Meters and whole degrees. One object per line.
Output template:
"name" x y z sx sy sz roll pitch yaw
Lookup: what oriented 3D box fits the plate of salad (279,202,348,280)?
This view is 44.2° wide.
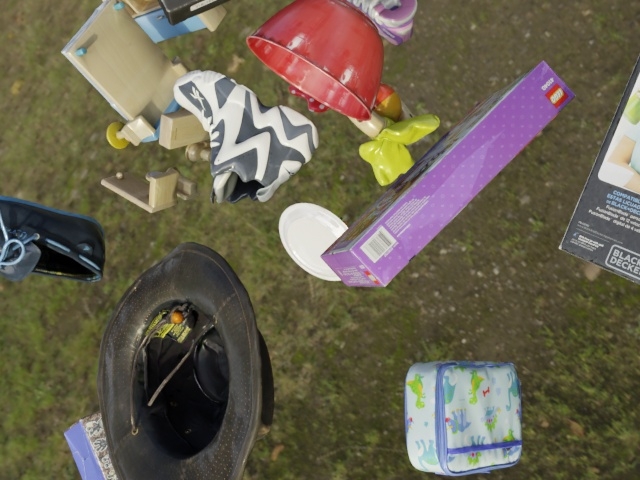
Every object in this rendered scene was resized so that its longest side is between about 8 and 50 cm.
"plate of salad" 0.000 0.000 1.689 0.199 0.200 0.048 -11 28 42

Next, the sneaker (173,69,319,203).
"sneaker" -0.133 -0.128 1.064 0.235 0.094 0.153 28 73 16

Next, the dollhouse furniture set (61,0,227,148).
"dollhouse furniture set" -0.356 -0.341 1.294 0.198 0.286 0.303 -1 53 44

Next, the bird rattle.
"bird rattle" 0.078 -0.222 1.352 0.143 0.253 0.207 -57 -7 28

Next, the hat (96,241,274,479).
"hat" -0.137 0.174 0.956 0.331 0.134 0.332 -17 64 39

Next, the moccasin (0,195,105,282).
"moccasin" -0.480 0.007 1.265 0.137 0.342 0.117 -33 66 35

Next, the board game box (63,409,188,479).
"board game box" -0.325 0.366 1.544 0.232 0.291 0.141 -36 77 58

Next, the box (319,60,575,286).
"box" 0.134 -0.066 0.901 0.293 0.057 0.201 -44 4 -8

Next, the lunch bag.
"lunch bag" 0.228 0.276 1.227 0.090 0.219 0.176 -9 76 46

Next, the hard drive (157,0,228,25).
"hard drive" -0.180 -0.502 1.105 0.236 0.339 0.064 -27 -2 -8

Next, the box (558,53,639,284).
"box" 0.336 -0.105 0.701 0.087 0.169 0.290 29 107 37

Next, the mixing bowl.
"mixing bowl" 0.011 -0.236 0.970 0.098 0.181 0.181 -57 37 -1

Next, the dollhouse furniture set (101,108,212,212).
"dollhouse furniture set" -0.258 -0.153 1.283 0.123 0.144 0.151 27 122 28

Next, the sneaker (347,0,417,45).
"sneaker" 0.106 -0.465 1.557 0.095 0.104 0.236 -36 57 -6
